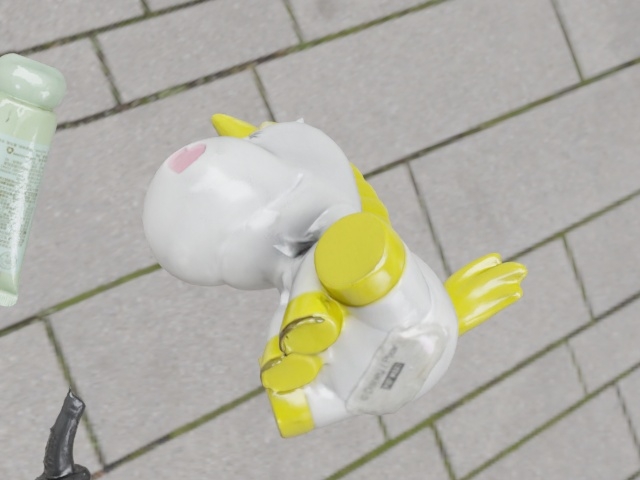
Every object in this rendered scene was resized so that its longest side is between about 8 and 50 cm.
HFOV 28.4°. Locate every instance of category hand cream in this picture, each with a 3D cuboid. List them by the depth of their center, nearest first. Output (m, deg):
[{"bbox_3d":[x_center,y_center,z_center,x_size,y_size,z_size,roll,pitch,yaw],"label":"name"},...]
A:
[{"bbox_3d":[-0.398,-0.076,1.559,0.147,0.093,0.305,18,92,-30],"label":"hand cream"}]

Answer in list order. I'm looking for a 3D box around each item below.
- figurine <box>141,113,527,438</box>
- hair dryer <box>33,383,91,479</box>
[{"bbox_3d":[-0.007,0.000,0.558,0.130,0.109,0.178,-16,46,-39],"label":"figurine"},{"bbox_3d":[-0.142,0.229,0.823,0.091,0.235,0.271,-22,105,-40],"label":"hair dryer"}]
